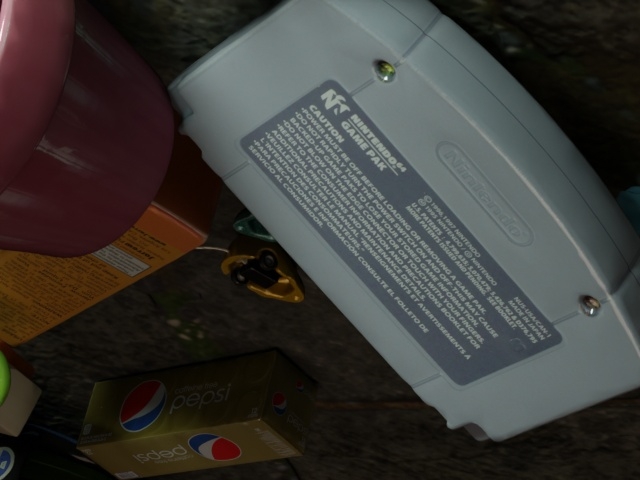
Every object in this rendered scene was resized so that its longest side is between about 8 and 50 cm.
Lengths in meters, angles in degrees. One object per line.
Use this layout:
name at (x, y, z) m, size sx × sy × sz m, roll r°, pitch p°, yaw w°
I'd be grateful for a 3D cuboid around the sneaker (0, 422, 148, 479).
sneaker at (-0.282, 0.183, 1.579) m, size 0.330 × 0.129 × 0.147 m, roll 10°, pitch 156°, yaw -11°

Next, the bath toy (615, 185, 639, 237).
bath toy at (0.344, 0.013, 1.118) m, size 0.348 × 0.129 × 0.151 m, roll -4°, pitch -172°, yaw 28°

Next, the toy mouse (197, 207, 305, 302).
toy mouse at (0.000, 0.000, 1.290) m, size 0.161 × 0.031 × 0.143 m, roll 26°, pitch 146°, yaw -21°

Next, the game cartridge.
game cartridge at (0.062, -0.018, 1.132) m, size 0.294 × 0.060 × 0.196 m, roll 48°, pitch 144°, yaw -11°

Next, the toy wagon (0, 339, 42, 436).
toy wagon at (-0.357, 0.035, 1.363) m, size 0.344 × 0.068 × 0.267 m, roll 34°, pitch 165°, yaw -23°

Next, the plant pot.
plant pot at (-0.185, -0.077, 1.105) m, size 0.201 × 0.201 × 0.180 m, roll -12°, pitch 156°, yaw 33°

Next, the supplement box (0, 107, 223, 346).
supplement box at (-0.159, -0.009, 1.288) m, size 0.080 × 0.078 × 0.233 m, roll 30°, pitch 143°, yaw -26°

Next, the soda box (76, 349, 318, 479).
soda box at (-0.094, 0.134, 1.501) m, size 0.181 × 0.061 × 0.058 m, roll -12°, pitch 140°, yaw 34°
